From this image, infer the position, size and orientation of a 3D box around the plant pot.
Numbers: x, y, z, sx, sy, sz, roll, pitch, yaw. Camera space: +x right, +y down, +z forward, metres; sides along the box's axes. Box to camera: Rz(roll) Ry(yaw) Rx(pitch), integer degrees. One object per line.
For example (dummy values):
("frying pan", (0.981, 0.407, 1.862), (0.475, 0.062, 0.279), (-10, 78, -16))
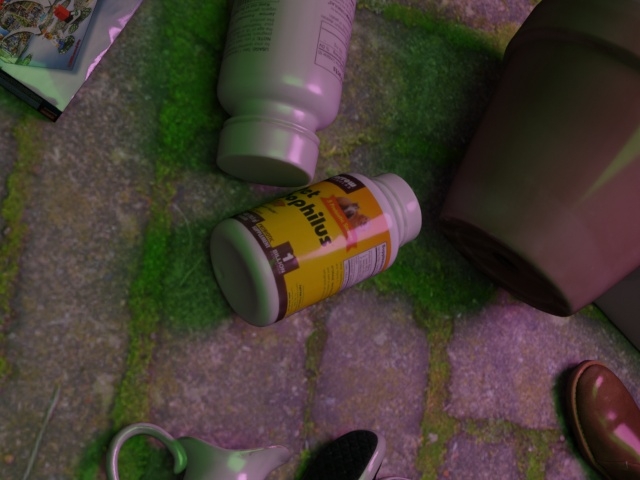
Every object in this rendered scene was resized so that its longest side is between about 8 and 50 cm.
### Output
("plant pot", (0.297, -0.074, 0.957), (0.323, 0.323, 0.280), (41, 82, -17))

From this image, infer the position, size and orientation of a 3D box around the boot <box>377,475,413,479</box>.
("boot", (0.144, 0.326, 0.916), (0.190, 0.086, 0.069), (37, 68, -18))

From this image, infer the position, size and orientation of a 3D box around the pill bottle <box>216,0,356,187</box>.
("pill bottle", (-0.039, -0.180, 0.870), (0.131, 0.131, 0.229), (15, 76, -25))

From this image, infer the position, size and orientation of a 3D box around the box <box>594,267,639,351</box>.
("box", (0.555, 0.085, 1.121), (0.345, 0.168, 0.215), (44, 66, -16))

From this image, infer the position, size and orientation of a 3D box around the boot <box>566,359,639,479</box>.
("boot", (0.423, 0.285, 1.054), (0.112, 0.115, 0.305), (-33, 97, -26))

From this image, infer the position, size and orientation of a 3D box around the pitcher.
("pitcher", (-0.132, 0.283, 0.771), (0.178, 0.125, 0.207), (15, 64, -6))

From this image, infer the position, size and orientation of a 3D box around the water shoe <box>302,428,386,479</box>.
("water shoe", (0.013, 0.296, 0.874), (0.203, 0.073, 0.080), (-55, 129, -19))

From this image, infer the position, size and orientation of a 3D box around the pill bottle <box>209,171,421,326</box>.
("pill bottle", (0.000, 0.000, 0.872), (0.215, 0.117, 0.117), (-24, 94, -28))

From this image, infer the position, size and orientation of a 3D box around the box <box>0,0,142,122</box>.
("box", (-0.263, -0.257, 0.814), (0.159, 0.044, 0.233), (36, 68, -19))
